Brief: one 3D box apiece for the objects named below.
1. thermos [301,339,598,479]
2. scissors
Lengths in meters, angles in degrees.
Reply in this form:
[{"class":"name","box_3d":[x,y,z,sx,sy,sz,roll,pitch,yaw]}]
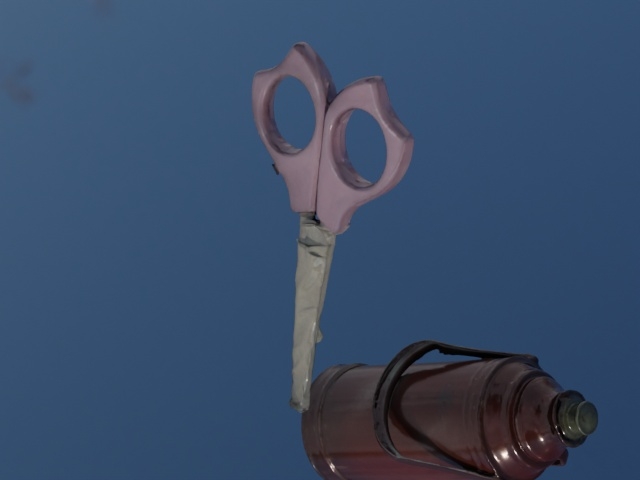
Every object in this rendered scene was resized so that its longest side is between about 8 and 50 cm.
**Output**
[{"class":"thermos","box_3d":[0.103,0.133,1.417,0.232,0.124,0.099,-6,-125,43]},{"class":"scissors","box_3d":[0.000,0.000,1.075,0.110,0.212,0.021,26,-147,36]}]
